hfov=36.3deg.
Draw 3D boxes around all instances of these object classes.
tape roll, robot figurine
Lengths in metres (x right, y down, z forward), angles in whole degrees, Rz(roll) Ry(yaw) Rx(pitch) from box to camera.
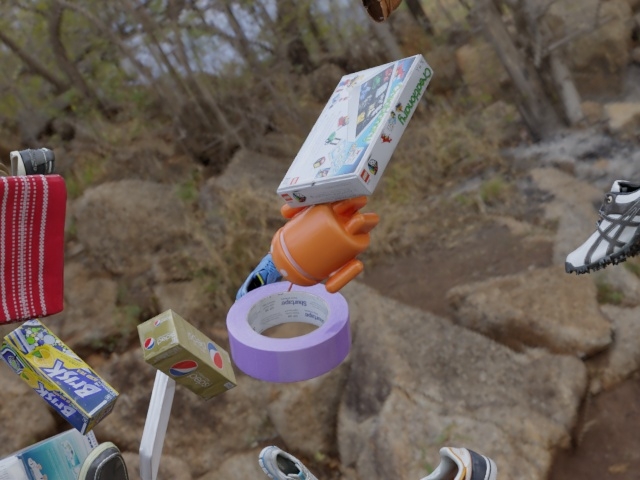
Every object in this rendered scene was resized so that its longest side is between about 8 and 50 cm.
[{"bbox_3d":[-0.069,0.200,2.192,0.275,0.090,0.275,-3,30,2],"label":"tape roll"},{"bbox_3d":[0.001,0.002,1.756,0.219,0.158,0.128,-37,24,26],"label":"robot figurine"}]

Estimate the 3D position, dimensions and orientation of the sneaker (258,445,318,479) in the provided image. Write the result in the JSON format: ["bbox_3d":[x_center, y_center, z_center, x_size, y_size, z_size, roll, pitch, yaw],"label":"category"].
[{"bbox_3d":[-0.043,0.496,2.005,0.071,0.191,0.083,-52,6,-24],"label":"sneaker"}]

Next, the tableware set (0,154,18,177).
[{"bbox_3d":[-0.550,-0.044,1.626,0.128,0.039,0.194,-24,-38,-36],"label":"tableware set"}]

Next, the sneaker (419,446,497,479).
[{"bbox_3d":[0.232,0.565,1.959,0.126,0.127,0.321,-4,60,67],"label":"sneaker"}]

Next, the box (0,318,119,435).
[{"bbox_3d":[-0.362,0.187,1.352,0.059,0.169,0.054,-40,-14,-44],"label":"box"}]

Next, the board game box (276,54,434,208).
[{"bbox_3d":[0.063,-0.194,1.733,0.193,0.053,0.305,-7,45,44],"label":"board game box"}]

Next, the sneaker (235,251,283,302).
[{"bbox_3d":[-0.135,0.089,2.411,0.209,0.069,0.082,-54,-4,-39],"label":"sneaker"}]

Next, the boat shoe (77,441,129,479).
[{"bbox_3d":[-0.271,0.371,1.296,0.073,0.223,0.080,22,30,32],"label":"boat shoe"}]

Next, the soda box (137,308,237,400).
[{"bbox_3d":[-0.191,0.169,1.420,0.058,0.061,0.181,-27,-35,9],"label":"soda box"}]

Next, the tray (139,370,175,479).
[{"bbox_3d":[-0.317,0.345,1.901,0.030,0.145,0.270,6,44,-1],"label":"tray"}]

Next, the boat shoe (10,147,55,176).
[{"bbox_3d":[-0.549,-0.120,1.891,0.079,0.084,0.233,-23,-7,-20],"label":"boat shoe"}]

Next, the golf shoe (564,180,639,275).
[{"bbox_3d":[0.375,-0.024,1.212,0.077,0.094,0.198,-13,-16,-44],"label":"golf shoe"}]

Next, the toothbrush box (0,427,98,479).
[{"bbox_3d":[-0.511,0.421,1.637,0.216,0.126,0.295,-23,-3,5],"label":"toothbrush box"}]

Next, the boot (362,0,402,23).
[{"bbox_3d":[0.110,-0.567,2.061,0.073,0.197,0.152,-18,32,43],"label":"boot"}]

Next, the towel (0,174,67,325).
[{"bbox_3d":[-0.426,0.021,1.207,0.031,0.198,0.275,13,13,33],"label":"towel"}]
